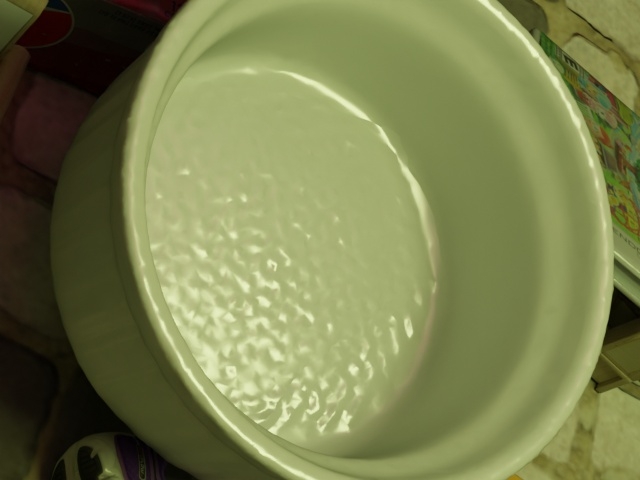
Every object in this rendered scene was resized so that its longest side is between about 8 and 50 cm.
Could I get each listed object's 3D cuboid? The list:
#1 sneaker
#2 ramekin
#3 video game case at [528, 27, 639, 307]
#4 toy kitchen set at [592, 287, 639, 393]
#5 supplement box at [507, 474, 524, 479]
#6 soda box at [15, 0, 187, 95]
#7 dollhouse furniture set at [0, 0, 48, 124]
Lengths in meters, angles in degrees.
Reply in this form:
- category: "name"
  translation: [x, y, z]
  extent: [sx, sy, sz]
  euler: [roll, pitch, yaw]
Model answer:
- category: "sneaker"
  translation: [-0.076, 0.173, 0.846]
  extent: [0.071, 0.068, 0.170]
  euler: [1, 68, -41]
- category: "ramekin"
  translation: [0.000, 0.000, 0.867]
  extent: [0.277, 0.135, 0.277]
  euler: [7, 75, -30]
- category: "video game case"
  translation: [0.198, -0.029, 1.113]
  extent: [0.193, 0.023, 0.212]
  euler: [39, 29, -14]
- category: "toy kitchen set"
  translation: [0.216, 0.060, 1.098]
  extent: [0.068, 0.075, 0.083]
  euler: [42, 55, -13]
- category: "supplement box"
  translation: [0.126, 0.200, 0.964]
  extent: [0.233, 0.080, 0.078]
  euler: [36, 58, -19]
- category: "soda box"
  translation: [-0.197, -0.169, 0.905]
  extent: [0.263, 0.092, 0.083]
  euler: [21, 58, -26]
- category: "dollhouse furniture set"
  translation: [-0.279, -0.050, 0.722]
  extent: [0.286, 0.198, 0.303]
  euler: [29, 55, -21]
